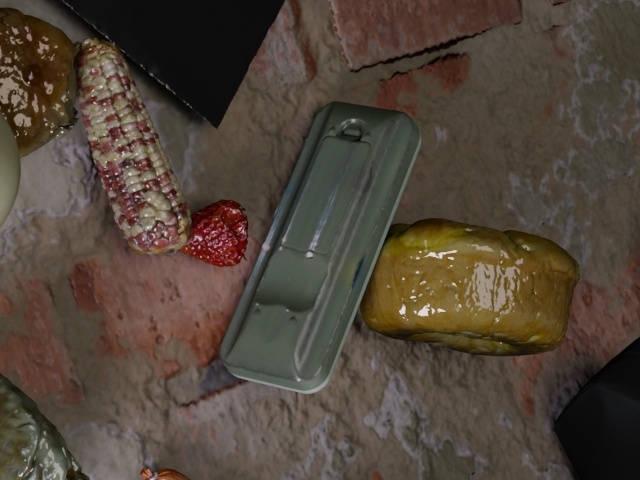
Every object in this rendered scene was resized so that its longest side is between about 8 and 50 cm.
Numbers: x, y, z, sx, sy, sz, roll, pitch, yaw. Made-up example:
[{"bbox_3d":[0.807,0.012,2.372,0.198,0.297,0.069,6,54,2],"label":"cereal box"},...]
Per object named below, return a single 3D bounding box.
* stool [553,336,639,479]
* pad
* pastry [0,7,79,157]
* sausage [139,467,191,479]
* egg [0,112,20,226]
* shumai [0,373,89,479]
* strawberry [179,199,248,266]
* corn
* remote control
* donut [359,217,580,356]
[{"bbox_3d":[0.408,0.233,2.158,0.141,0.232,0.232,-38,106,-35],"label":"stool"},{"bbox_3d":[-0.126,-0.333,1.953,0.248,0.007,0.367,39,60,-26],"label":"pad"},{"bbox_3d":[-0.307,-0.155,1.769,0.153,0.081,0.153,3,83,-25],"label":"pastry"},{"bbox_3d":[-0.066,0.344,1.896,0.348,0.053,0.053,43,62,-24],"label":"sausage"},{"bbox_3d":[-0.394,-0.054,1.624,0.254,0.189,0.188,-21,97,-31],"label":"egg"},{"bbox_3d":[-0.290,0.218,1.707,0.142,0.184,0.184,31,65,-56],"label":"shumai"},{"bbox_3d":[-0.115,-0.005,1.899,0.083,0.073,0.073,-11,91,-23],"label":"strawberry"},{"bbox_3d":[-0.197,-0.096,1.841,0.079,0.079,0.237,-21,94,-36],"label":"corn"},{"bbox_3d":[0.000,0.000,1.940,0.335,0.128,0.065,-69,154,-21],"label":"remote control"},{"bbox_3d":[0.168,0.054,2.010,0.261,0.208,0.128,11,79,-30],"label":"donut"}]
